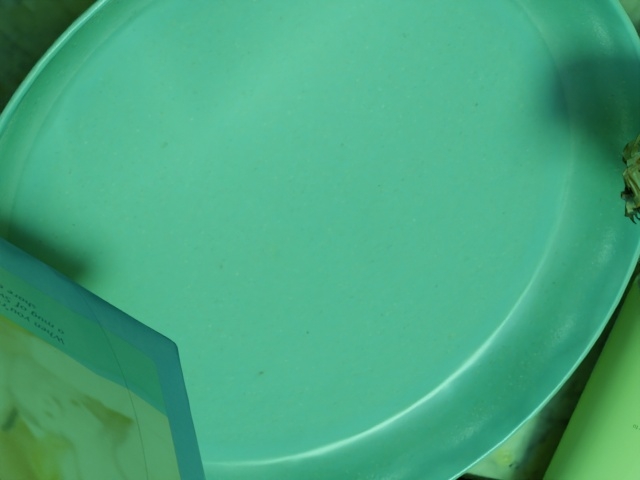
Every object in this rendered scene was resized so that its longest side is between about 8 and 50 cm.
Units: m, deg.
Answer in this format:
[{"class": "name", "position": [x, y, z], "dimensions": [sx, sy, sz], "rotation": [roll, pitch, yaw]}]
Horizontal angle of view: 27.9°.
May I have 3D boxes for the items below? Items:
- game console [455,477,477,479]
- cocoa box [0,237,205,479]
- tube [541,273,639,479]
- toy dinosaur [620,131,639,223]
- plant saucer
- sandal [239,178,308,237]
[{"class": "game console", "position": [0.059, 0.192, 0.698], "dimensions": [0.071, 0.107, 0.122], "rotation": [25, 109, 5]}, {"class": "cocoa box", "position": [-0.225, 0.080, 0.356], "dimensions": [0.347, 0.231, 0.228], "rotation": [35, 104, -26]}, {"class": "tube", "position": [0.156, 0.131, 0.701], "dimensions": [0.070, 0.062, 0.240], "rotation": [23, 117, 8]}, {"class": "toy dinosaur", "position": [0.276, -0.004, 0.601], "dimensions": [0.322, 0.164, 0.218], "rotation": [-10, 80, -17]}, {"class": "plant saucer", "position": [0.000, 0.000, 0.556], "dimensions": [0.318, 0.043, 0.317], "rotation": [-12, 125, -18]}, {"class": "sandal", "position": [-0.030, -0.039, 0.574], "dimensions": [0.067, 0.040, 0.179], "rotation": [-5, 117, -15]}]
